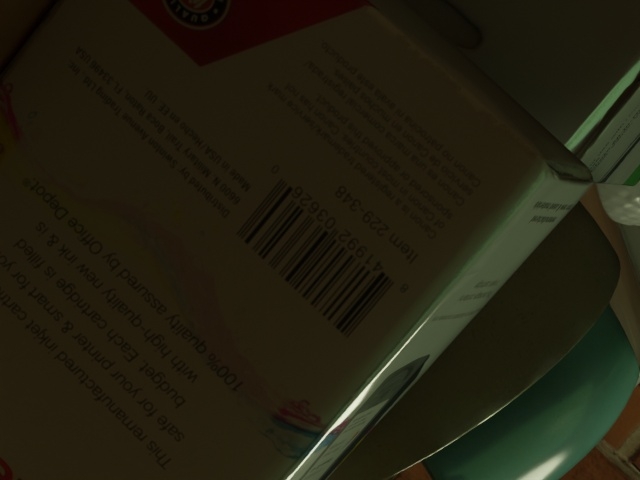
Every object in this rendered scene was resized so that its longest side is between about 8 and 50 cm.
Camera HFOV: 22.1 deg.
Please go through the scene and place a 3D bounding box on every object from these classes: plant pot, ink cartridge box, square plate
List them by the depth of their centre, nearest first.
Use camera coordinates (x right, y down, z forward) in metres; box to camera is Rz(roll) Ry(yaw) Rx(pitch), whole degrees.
[{"bbox_3d":[-0.059,0.009,0.768,0.306,0.226,0.131,-49,166,14],"label":"ink cartridge box"},{"bbox_3d":[0.116,-0.138,0.937,0.121,0.211,0.289,-52,168,12],"label":"ink cartridge box"},{"bbox_3d":[0.000,0.000,0.938,0.284,0.191,0.284,-30,-168,7],"label":"plant pot"},{"bbox_3d":[0.175,0.119,1.651,0.235,0.293,0.293,-31,167,-1],"label":"plant pot"},{"bbox_3d":[0.301,-0.025,1.708,0.049,0.344,0.347,-16,167,1],"label":"square plate"}]

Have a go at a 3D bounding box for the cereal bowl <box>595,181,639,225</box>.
[{"bbox_3d":[0.304,-0.175,1.246,0.339,0.141,0.339,5,90,-67],"label":"cereal bowl"}]
